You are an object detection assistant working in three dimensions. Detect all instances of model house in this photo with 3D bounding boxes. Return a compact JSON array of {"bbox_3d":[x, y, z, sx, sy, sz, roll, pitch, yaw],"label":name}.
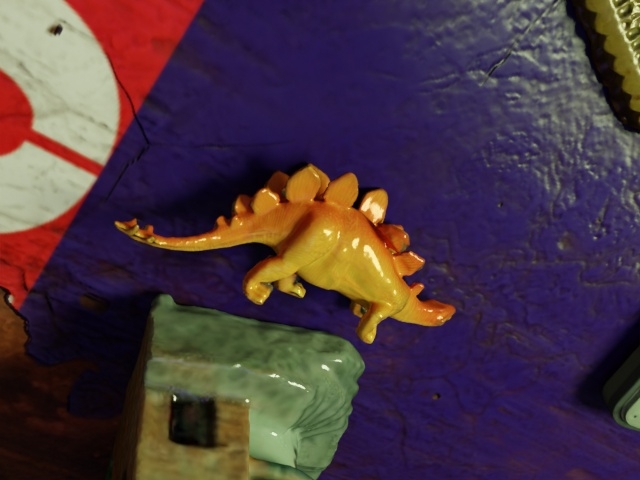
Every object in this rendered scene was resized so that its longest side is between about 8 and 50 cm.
[{"bbox_3d":[-0.076,0.252,0.516,0.194,0.325,0.267,14,120,-14],"label":"model house"}]

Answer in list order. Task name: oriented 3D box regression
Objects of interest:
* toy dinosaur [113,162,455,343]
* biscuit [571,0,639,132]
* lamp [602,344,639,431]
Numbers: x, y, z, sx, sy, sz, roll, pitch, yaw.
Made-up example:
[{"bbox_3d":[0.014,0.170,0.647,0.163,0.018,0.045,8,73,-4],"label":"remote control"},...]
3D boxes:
[{"bbox_3d":[0.000,0.000,0.519,0.288,0.070,0.117,23,106,-25],"label":"toy dinosaur"},{"bbox_3d":[0.302,-0.189,0.460,0.254,0.029,0.172,-33,121,14],"label":"biscuit"},{"bbox_3d":[0.443,0.103,0.653,0.266,0.047,0.269,19,118,-17],"label":"lamp"}]
